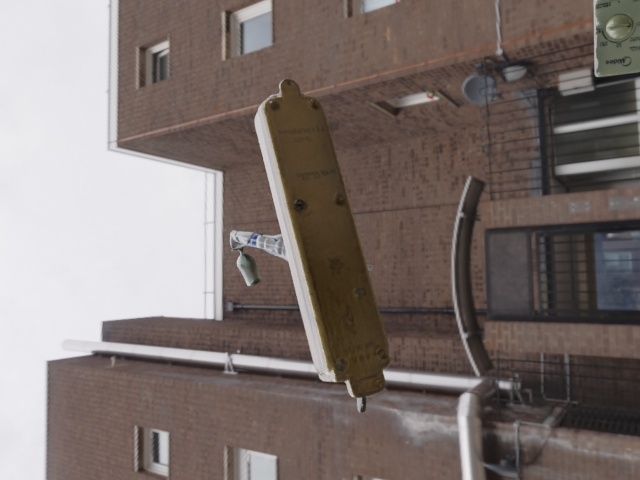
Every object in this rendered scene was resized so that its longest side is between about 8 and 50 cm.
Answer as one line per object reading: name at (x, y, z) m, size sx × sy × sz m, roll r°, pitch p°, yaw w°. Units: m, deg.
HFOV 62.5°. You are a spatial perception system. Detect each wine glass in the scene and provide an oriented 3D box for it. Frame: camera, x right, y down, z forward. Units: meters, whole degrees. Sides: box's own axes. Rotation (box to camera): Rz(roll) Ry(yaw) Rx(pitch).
wine glass at (-0.138, 0.045, 1.010) m, size 0.042 × 0.039 × 0.083 m, roll -31°, pitch -71°, yaw -31°

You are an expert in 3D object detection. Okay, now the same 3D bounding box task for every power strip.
power strip at (0.000, 0.000, 0.478) m, size 0.064 × 0.044 × 0.305 m, roll -10°, pitch -102°, yaw -25°

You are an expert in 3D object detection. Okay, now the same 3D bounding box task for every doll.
doll at (-0.025, 0.019, 0.735) m, size 0.114 × 0.227 × 0.057 m, roll 18°, pitch -98°, yaw -48°

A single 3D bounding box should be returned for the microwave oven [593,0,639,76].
microwave oven at (0.579, -0.373, 0.714) m, size 0.286 × 0.355 × 0.218 m, roll -38°, pitch -58°, yaw -48°
